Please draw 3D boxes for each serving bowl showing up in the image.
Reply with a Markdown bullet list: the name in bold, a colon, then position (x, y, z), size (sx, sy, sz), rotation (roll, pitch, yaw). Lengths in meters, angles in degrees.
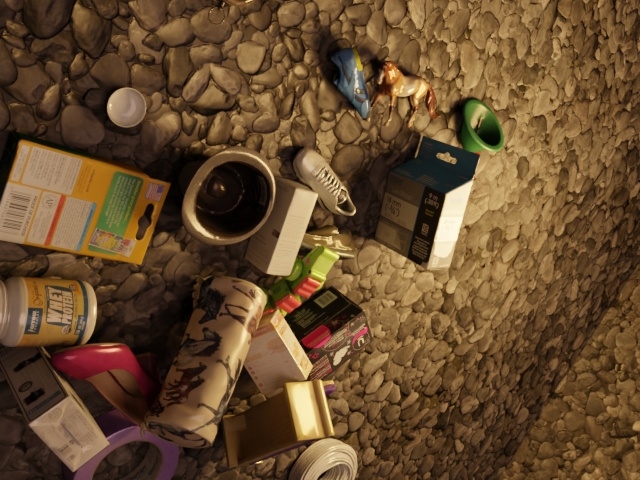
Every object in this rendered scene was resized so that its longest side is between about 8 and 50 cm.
- **serving bowl**: position (-0.410, -0.280, 1.361), size (0.083, 0.027, 0.083), rotation (-18, 122, -32)

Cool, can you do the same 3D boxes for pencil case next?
- **pencil case**: position (-0.277, 0.285, 1.546), size (0.160, 0.184, 0.410), rotation (78, 27, -58)

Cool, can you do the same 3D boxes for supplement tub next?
- **supplement tub**: position (-0.586, 0.149, 1.350), size (0.200, 0.144, 0.144), rotation (7, 106, -41)

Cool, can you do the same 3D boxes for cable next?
- **cable**: position (0.012, 0.784, 2.180), size (0.257, 0.089, 0.257), rotation (16, 100, -41)

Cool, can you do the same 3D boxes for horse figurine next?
- **horse figurine**: position (0.229, -0.399, 1.790), size (0.263, 0.066, 0.174), rotation (-2, 118, -36)

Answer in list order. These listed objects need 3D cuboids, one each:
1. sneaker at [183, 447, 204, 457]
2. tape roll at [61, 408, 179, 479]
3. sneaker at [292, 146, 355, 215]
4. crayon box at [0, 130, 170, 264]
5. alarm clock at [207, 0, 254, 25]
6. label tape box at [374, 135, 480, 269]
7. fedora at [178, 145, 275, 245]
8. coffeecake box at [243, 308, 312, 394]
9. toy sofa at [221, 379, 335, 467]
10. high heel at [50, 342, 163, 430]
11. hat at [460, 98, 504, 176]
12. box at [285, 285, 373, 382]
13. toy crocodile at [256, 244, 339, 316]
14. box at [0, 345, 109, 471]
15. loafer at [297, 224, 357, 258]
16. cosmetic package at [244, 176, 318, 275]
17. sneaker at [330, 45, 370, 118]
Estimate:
- **sneaker**: position (-0.340, 0.421, 1.717), size (0.146, 0.122, 0.330), rotation (11, 105, -23)
- **tape roll**: position (-0.505, 0.565, 1.657), size (0.275, 0.090, 0.274), rotation (-18, 122, -31)
- **sneaker**: position (0.016, -0.155, 1.719), size (0.090, 0.095, 0.235), rotation (-48, 131, -7)
- **crayon box**: position (-0.500, -0.079, 1.351), size (0.323, 0.083, 0.203), rotation (15, 101, -41)
- **alarm clock**: position (-0.188, -0.549, 1.387), size (0.129, 0.064, 0.192), rotation (19, 102, -43)
- **label tape box**: position (0.296, -0.115, 1.862), size (0.106, 0.241, 0.333), rotation (-1, 111, -36)
- **fedora**: position (-0.235, -0.116, 1.514), size (0.275, 0.124, 0.243), rotation (14, 104, -50)
- **coffeecake box**: position (-0.131, 0.292, 1.698), size (0.185, 0.142, 0.068), rotation (60, 24, -13)
- **toy sofa**: position (-0.105, 0.502, 1.769), size (0.177, 0.150, 0.362), rotation (7, 150, -39)
- **high heel**: position (-0.456, 0.331, 1.445), size (0.377, 0.127, 0.181), rotation (34, 44, -64)
- **hat**: position (0.454, -0.308, 2.041), size (0.173, 0.183, 0.208), rotation (-14, 78, -41)
- **box**: position (-0.001, 0.278, 1.869), size (0.247, 0.163, 0.142), rotation (-34, 132, -20)
- **toy crocodile**: position (-0.086, 0.140, 1.738), size (0.340, 0.105, 0.115), rotation (-41, 136, 15)
- **box**: position (-0.565, 0.327, 1.357), size (0.087, 0.290, 0.169), rotation (-37, 128, -21)
- **loafer**: position (0.000, 0.000, 1.799), size (0.251, 0.094, 0.087), rotation (11, 75, -46)
- **cosmetic package**: position (-0.103, -0.037, 1.666), size (0.085, 0.117, 0.231), rotation (7, 105, -42)
- **sneaker**: position (0.077, -0.399, 1.677), size (0.082, 0.069, 0.209), rotation (-19, 134, 2)
